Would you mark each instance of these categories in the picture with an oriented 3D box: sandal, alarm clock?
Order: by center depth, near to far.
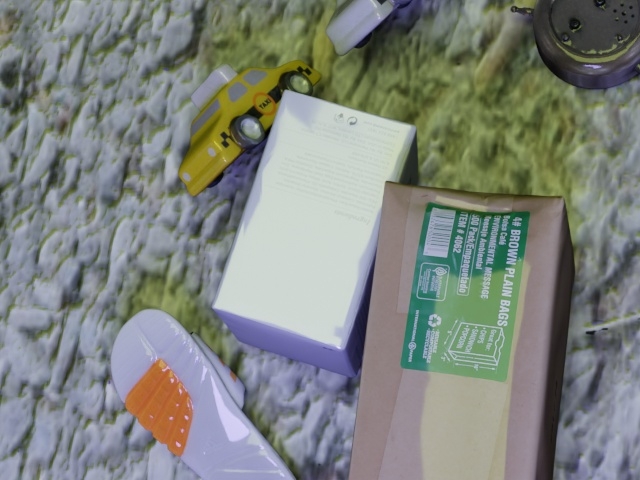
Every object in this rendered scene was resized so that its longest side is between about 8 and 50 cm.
[{"bbox_3d":[-0.113,0.184,1.746,0.102,0.076,0.265,-37,93,15],"label":"sandal"},{"bbox_3d":[0.299,-0.213,1.764,0.129,0.064,0.192,-42,76,-1],"label":"alarm clock"}]

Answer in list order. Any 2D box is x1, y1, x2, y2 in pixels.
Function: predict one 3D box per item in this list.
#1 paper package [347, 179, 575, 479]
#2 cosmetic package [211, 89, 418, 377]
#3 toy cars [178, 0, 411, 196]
[{"bbox_3d":[0.137,0.141,1.578,0.168,0.309,0.325,6,77,11],"label":"paper package"},{"bbox_3d":[0.000,0.000,1.676,0.138,0.224,0.225,16,80,7],"label":"cosmetic package"},{"bbox_3d":[-0.012,-0.205,1.753,0.393,0.176,0.087,-43,94,-2],"label":"toy cars"}]
